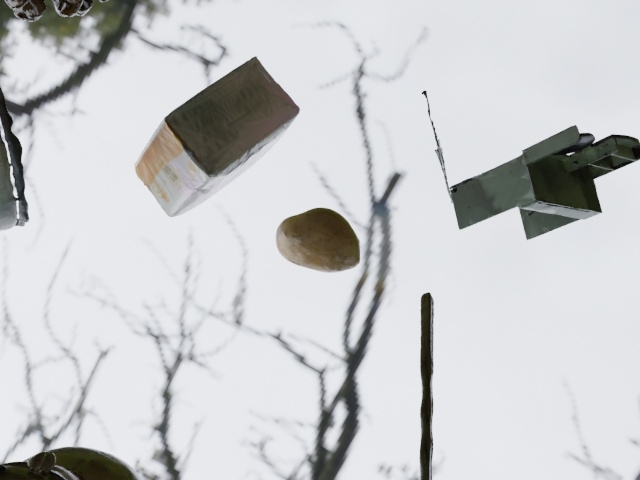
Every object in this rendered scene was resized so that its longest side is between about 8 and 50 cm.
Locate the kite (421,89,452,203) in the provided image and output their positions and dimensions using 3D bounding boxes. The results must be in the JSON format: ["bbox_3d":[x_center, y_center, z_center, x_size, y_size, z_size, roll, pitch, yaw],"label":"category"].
[{"bbox_3d":[0.156,-0.123,1.935,0.011,0.157,0.139,-14,-170,5],"label":"kite"}]

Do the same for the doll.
[{"bbox_3d":[-0.339,0.341,1.849,0.235,0.174,0.330,16,-179,16],"label":"doll"}]

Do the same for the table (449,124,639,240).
[{"bbox_3d":[0.258,-0.061,1.629,0.146,0.175,0.062,6,-114,-50],"label":"table"}]

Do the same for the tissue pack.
[{"bbox_3d":[-0.159,-0.148,2.175,0.185,0.225,0.124,-40,-89,-25],"label":"tissue pack"}]

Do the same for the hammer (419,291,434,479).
[{"bbox_3d":[0.088,0.149,1.246,0.292,0.058,0.029,-85,-26,-48],"label":"hammer"}]

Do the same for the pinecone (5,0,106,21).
[{"bbox_3d":[-0.327,-0.390,1.809,0.309,0.244,0.244,-6,-139,-49],"label":"pinecone"}]

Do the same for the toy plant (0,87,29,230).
[{"bbox_3d":[-0.543,-0.091,1.777,0.332,0.247,0.247,-14,-140,-18],"label":"toy plant"}]

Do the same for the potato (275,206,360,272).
[{"bbox_3d":[-0.003,0.000,2.452,0.147,0.112,0.112,9,-153,-7],"label":"potato"}]
